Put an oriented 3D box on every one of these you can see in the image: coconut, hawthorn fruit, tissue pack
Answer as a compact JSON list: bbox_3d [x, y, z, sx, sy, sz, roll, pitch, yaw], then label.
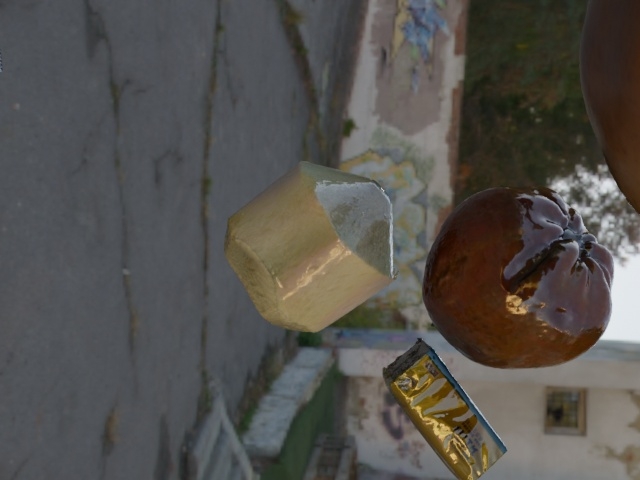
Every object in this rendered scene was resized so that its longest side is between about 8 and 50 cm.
[{"bbox_3d":[0.000,0.000,1.265,0.239,0.244,0.239,48,17,-19],"label":"coconut"},{"bbox_3d":[0.266,0.070,1.234,0.298,0.277,0.277,-37,-146,37],"label":"hawthorn fruit"},{"bbox_3d":[0.159,0.223,1.116,0.169,0.082,0.120,53,0,-2],"label":"tissue pack"}]

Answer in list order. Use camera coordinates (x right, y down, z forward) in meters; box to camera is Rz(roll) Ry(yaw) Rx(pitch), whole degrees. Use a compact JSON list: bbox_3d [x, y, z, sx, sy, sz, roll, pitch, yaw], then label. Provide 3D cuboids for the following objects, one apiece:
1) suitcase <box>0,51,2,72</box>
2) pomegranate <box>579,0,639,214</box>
[{"bbox_3d":[-0.318,-0.165,0.669,0.126,0.059,0.086,10,56,-48],"label":"suitcase"},{"bbox_3d":[0.380,-0.122,0.521,0.416,0.416,0.417,1,90,-85],"label":"pomegranate"}]
